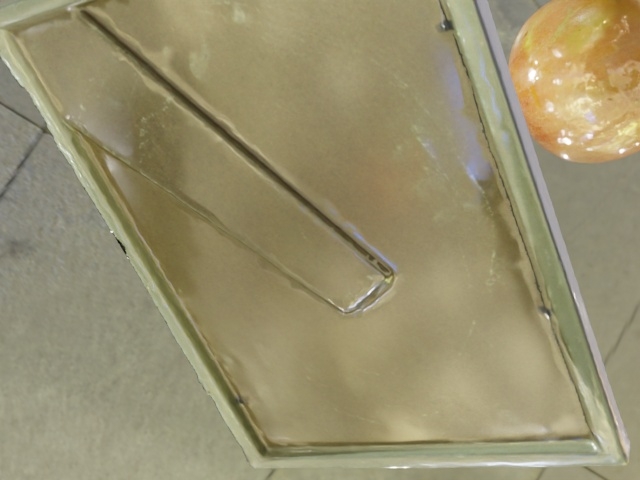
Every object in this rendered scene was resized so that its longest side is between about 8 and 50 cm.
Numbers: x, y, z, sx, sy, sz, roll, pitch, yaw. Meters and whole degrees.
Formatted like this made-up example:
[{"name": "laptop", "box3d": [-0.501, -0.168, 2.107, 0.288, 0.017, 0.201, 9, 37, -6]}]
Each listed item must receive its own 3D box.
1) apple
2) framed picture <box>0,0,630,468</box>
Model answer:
[{"name": "apple", "box3d": [0.378, -0.221, 1.201, 0.254, 0.253, 0.253, -11, 110, -30]}, {"name": "framed picture", "box3d": [0.000, 0.000, 0.480, 0.335, 0.247, 0.022, 64, 34, -27]}]
